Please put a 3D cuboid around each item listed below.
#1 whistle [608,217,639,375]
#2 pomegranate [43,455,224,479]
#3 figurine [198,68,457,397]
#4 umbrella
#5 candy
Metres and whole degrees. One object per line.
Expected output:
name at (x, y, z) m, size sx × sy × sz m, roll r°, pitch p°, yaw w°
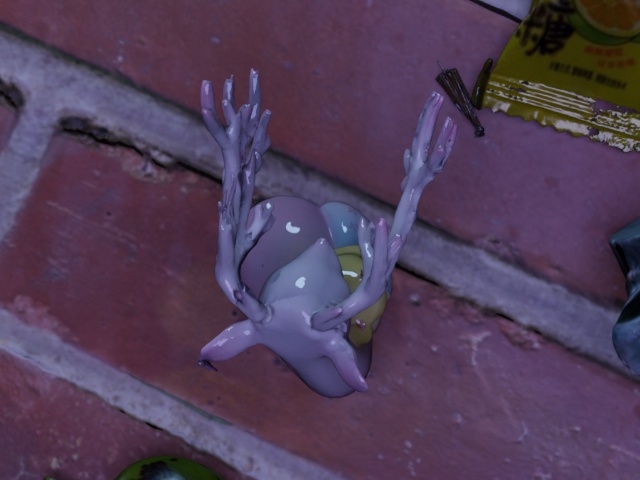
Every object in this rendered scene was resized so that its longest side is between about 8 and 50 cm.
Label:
whistle at (0.440, 0.005, 1.500) m, size 0.405 × 0.188 × 0.168 m, roll -25°, pitch 93°, yaw 4°
pomegranate at (-0.175, 0.277, 1.578) m, size 0.220 × 0.156 × 0.156 m, roll 4°, pitch 95°, yaw 7°
figurine at (-0.014, 0.003, 1.463) m, size 0.206 × 0.316 × 0.284 m, roll 8°, pitch 93°, yaw -2°
umbrella at (0.132, -0.133, 1.588) m, size 0.020 × 0.031 × 0.083 m, roll -29°, pitch 95°, yaw -27°
candy at (0.261, -0.240, 1.548) m, size 0.187 × 0.081 × 0.297 m, roll 16°, pitch 105°, yaw 0°
